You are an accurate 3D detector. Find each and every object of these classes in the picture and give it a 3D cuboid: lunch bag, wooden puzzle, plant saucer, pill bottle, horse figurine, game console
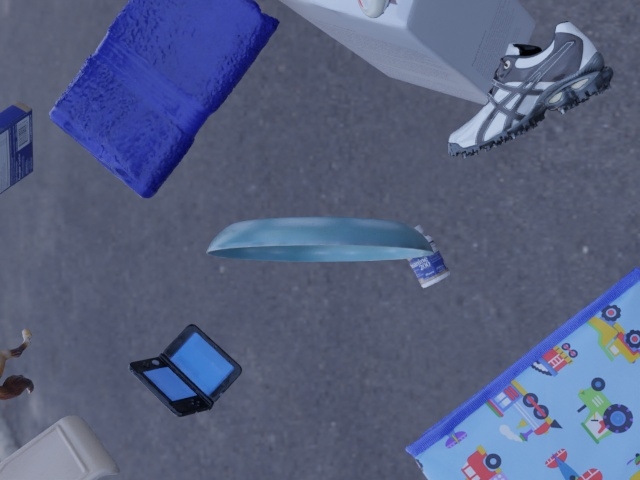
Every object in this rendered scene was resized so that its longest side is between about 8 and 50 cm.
[{"bbox_3d":[0.263,0.182,0.938,0.293,0.138,0.221,-39,79,6],"label":"lunch bag"},{"bbox_3d":[-0.397,0.339,1.395,0.221,0.239,0.044,21,139,63],"label":"wooden puzzle"},{"bbox_3d":[0.000,0.000,1.459,0.318,0.318,0.043,-7,80,60],"label":"plant saucer"},{"bbox_3d":[0.212,0.032,2.148,0.067,0.067,0.120,-32,85,56],"label":"pill bottle"},{"bbox_3d":[-0.509,0.147,1.456,0.066,0.263,0.174,-42,18,26],"label":"horse figurine"},{"bbox_3d":[-0.198,0.187,1.515,0.122,0.107,0.071,38,113,28],"label":"game console"}]

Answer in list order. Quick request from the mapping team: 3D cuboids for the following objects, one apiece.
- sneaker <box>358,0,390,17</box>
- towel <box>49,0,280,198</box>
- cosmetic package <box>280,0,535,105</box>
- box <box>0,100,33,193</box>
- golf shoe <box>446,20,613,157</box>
[{"bbox_3d":[0.032,-0.331,1.197,0.057,0.075,0.161,25,131,52],"label":"sneaker"},{"bbox_3d":[-0.218,-0.232,1.457,0.228,0.076,0.308,39,95,26],"label":"towel"},{"bbox_3d":[0.136,-0.345,1.540,0.230,0.453,0.161,21,93,26],"label":"cosmetic package"},{"bbox_3d":[-0.531,-0.106,1.605,0.036,0.225,0.136,28,135,13],"label":"box"},{"bbox_3d":[0.209,-0.160,1.115,0.198,0.077,0.094,-29,90,30],"label":"golf shoe"}]
